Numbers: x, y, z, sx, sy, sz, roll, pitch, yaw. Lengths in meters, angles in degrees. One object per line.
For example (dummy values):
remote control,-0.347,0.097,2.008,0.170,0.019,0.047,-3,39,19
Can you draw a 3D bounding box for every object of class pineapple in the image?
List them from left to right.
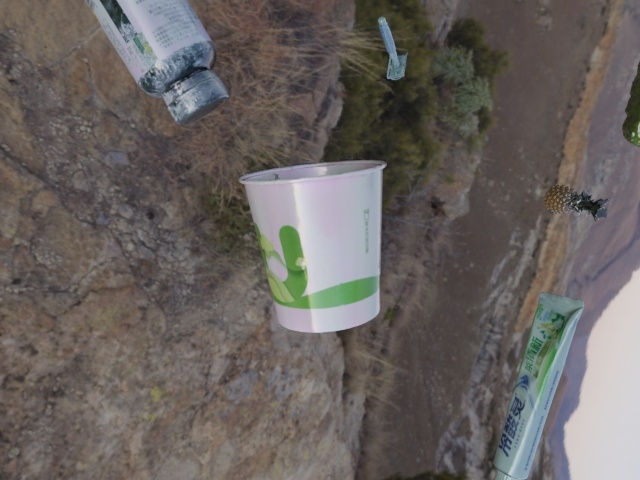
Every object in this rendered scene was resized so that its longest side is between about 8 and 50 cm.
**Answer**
pineapple,0.463,-0.068,0.928,0.058,0.124,0.058,-6,105,-24

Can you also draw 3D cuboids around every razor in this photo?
razor,0.144,-0.403,1.071,0.135,0.040,0.068,51,44,-56

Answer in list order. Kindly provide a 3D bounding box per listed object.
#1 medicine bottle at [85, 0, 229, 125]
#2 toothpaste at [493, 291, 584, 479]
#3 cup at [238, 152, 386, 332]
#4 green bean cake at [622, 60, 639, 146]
medicine bottle,-0.264,-0.336,0.835,0.141,0.141,0.293,-40,102,-45
toothpaste,0.305,0.221,0.747,0.048,0.075,0.297,18,88,-26
cup,0.000,0.000,0.905,0.253,0.253,0.274,-27,114,-54
green bean cake,0.709,-0.286,0.970,0.125,0.222,0.248,-36,132,-61
